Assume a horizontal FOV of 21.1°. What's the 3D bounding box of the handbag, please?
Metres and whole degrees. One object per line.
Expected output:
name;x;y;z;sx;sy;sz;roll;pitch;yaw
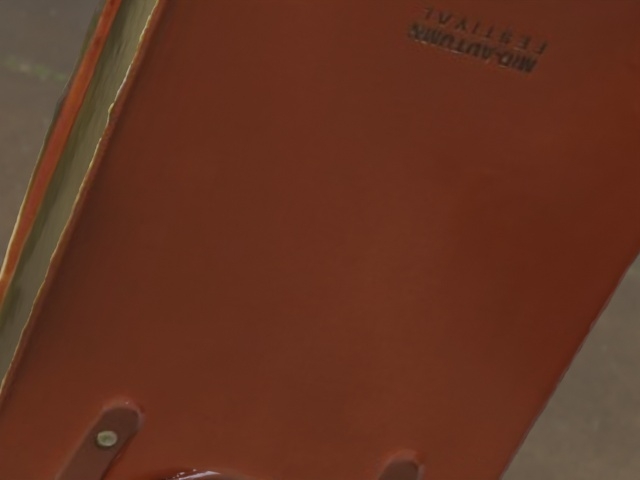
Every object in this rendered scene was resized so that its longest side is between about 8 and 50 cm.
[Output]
handbag;0.000;0.000;0.389;0.127;0.190;0.063;14;31;-22
